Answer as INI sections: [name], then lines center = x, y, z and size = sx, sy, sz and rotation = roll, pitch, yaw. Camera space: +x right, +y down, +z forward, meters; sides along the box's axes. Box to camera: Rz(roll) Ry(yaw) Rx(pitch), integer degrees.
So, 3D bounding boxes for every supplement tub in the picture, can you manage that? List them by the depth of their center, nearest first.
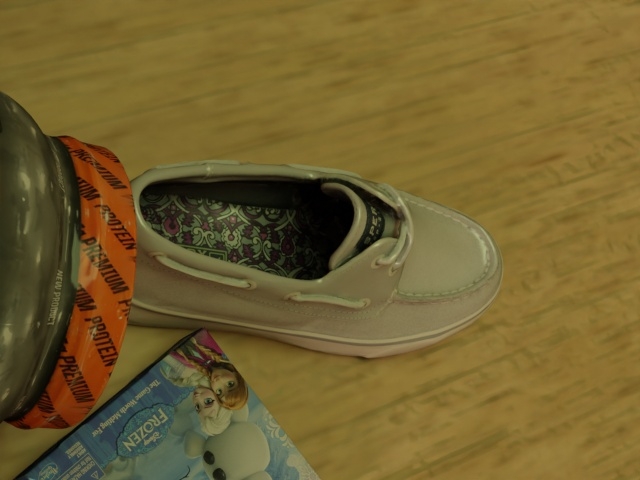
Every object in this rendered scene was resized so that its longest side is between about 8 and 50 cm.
[supplement tub]
center = -0.157, 0.001, 0.472
size = 0.190, 0.117, 0.117
rotation = 9, 66, -30

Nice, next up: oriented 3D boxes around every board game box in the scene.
[board game box]
center = -0.046, 0.091, 0.565
size = 0.090, 0.020, 0.090
rotation = -41, 96, -37

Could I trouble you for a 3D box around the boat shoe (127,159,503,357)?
[boat shoe]
center = 0.000, 0.000, 0.604
size = 0.184, 0.063, 0.066
rotation = 11, 66, -28
